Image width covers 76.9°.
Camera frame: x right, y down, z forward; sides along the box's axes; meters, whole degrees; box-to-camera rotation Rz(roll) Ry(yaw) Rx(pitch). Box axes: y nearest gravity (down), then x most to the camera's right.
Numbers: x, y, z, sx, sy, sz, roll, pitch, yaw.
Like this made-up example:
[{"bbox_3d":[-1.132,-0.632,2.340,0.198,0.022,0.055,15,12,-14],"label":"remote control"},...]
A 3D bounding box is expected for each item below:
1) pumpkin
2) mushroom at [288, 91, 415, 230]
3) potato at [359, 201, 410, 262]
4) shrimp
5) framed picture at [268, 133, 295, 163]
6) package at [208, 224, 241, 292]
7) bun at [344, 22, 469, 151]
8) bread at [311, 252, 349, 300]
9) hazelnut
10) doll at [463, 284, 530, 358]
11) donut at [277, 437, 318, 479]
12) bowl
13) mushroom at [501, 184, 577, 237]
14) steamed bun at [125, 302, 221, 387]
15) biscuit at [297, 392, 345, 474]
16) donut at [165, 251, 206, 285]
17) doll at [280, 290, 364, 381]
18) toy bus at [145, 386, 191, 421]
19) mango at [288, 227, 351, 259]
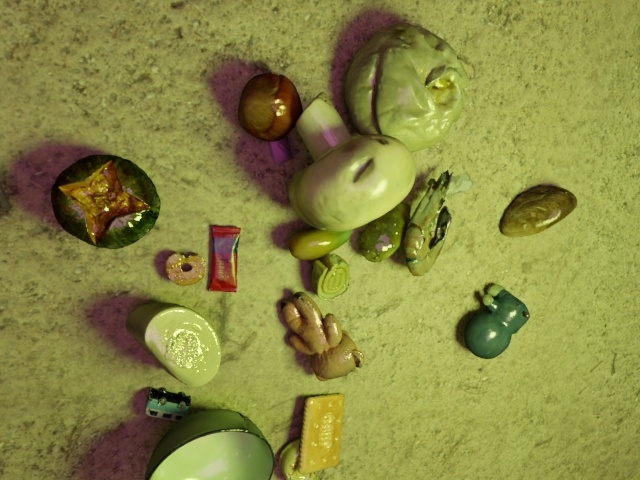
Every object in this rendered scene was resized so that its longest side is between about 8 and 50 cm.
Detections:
[{"bbox_3d":[-0.522,-0.096,0.997,0.238,0.159,0.237,0,90,-23],"label":"pumpkin"},{"bbox_3d":[0.053,-0.165,1.070,0.354,0.353,0.324,23,115,-20],"label":"mushroom"},{"bbox_3d":[0.209,-0.029,1.272,0.117,0.090,0.225,37,83,-2],"label":"potato"},{"bbox_3d":[0.363,-0.054,1.298,0.247,0.086,0.359,19,88,-51],"label":"shrimp"},{"bbox_3d":[-0.114,-0.273,1.170,0.066,0.007,0.089,-19,106,-13],"label":"framed picture"},{"bbox_3d":[-0.279,0.056,1.175,0.083,0.022,0.200,2,102,-18],"label":"package"},{"bbox_3d":[0.255,-0.428,1.144,0.366,0.219,0.364,-2,97,-17],"label":"bun"},{"bbox_3d":[0.030,0.109,1.242,0.118,0.064,0.156,-12,124,-26],"label":"bread"},{"bbox_3d":[-0.125,-0.351,1.068,0.182,0.182,0.181,-3,101,-17],"label":"hazelnut"},{"bbox_3d":[0.629,0.307,1.452,0.258,0.154,0.228,-46,114,3],"label":"doll"},{"bbox_3d":[-0.083,0.756,1.348,0.108,0.065,0.165,-22,106,-12],"label":"donut"},{"bbox_3d":[-0.327,0.627,1.169,0.355,0.185,0.352,-9,112,-22],"label":"bowl"},{"bbox_3d":[0.784,-0.099,1.407,0.286,0.151,0.155,-32,107,-9],"label":"mushroom"},{"bbox_3d":[-0.388,0.266,1.094,0.155,0.200,0.250,-44,115,-31],"label":"steamed bun"},{"bbox_3d":[0.007,0.638,1.336,0.160,0.030,0.249,8,88,-33],"label":"biscuit"},{"bbox_3d":[-0.380,0.077,1.136,0.108,0.043,0.097,10,97,-20],"label":"donut"},{"bbox_3d":[0.005,0.286,1.266,0.201,0.156,0.303,-32,90,32],"label":"doll"},{"bbox_3d":[-0.452,0.484,1.184,0.123,0.060,0.074,23,96,-22],"label":"toy bus"},{"bbox_3d":[0.000,0.000,1.194,0.195,0.130,0.091,-20,81,-9],"label":"mango"}]
